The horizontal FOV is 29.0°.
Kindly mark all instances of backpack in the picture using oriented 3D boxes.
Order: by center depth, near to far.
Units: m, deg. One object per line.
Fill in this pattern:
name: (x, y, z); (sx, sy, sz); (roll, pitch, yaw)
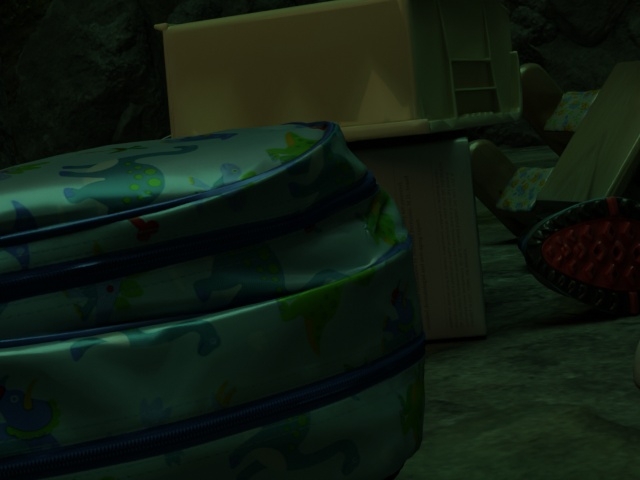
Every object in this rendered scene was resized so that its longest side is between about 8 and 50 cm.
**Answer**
backpack: (-0.118, 0.062, 0.630); (0.355, 0.273, 0.290); (4, -2, -11)

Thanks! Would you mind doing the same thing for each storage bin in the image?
storage bin: (0.025, -0.154, 1.158); (0.262, 0.123, 0.260); (-4, 5, 28)

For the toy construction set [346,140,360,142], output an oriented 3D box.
toy construction set: (0.072, -0.126, 1.698); (0.257, 0.309, 0.237); (11, 13, 43)

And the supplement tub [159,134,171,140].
supplement tub: (-0.143, -0.040, 1.534); (0.191, 0.191, 0.272); (-8, 8, -13)

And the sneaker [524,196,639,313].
sneaker: (0.290, 0.017, 1.156); (0.261, 0.104, 0.125); (-1, -5, -25)

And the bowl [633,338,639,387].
bowl: (0.289, 0.072, 0.822); (0.142, 0.053, 0.142); (-9, 7, -10)

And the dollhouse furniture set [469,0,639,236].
dollhouse furniture set: (0.372, -0.219, 1.490); (0.362, 0.256, 0.394); (5, 58, 56)

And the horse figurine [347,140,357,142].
horse figurine: (0.002, -0.024, 1.514); (0.066, 0.174, 0.263); (-1, -6, -17)

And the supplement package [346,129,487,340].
supplement package: (0.000, 0.000, 1.148); (0.293, 0.175, 0.177); (-6, 7, 7)

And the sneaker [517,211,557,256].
sneaker: (0.297, -0.006, 1.396); (0.152, 0.058, 0.084); (-13, 16, -3)
